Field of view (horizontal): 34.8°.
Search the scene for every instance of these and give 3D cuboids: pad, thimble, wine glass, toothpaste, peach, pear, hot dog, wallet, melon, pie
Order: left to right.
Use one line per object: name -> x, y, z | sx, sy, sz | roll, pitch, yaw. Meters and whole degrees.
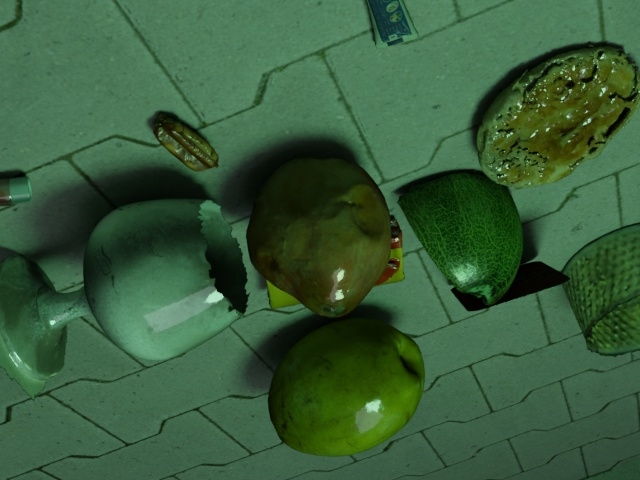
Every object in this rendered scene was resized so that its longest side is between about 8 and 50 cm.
toothpaste -> -0.482, -0.055, 1.330 | 0.205, 0.036, 0.056 | -7, 149, -8
wine glass -> -0.274, 0.070, 1.438 | 0.322, 0.238, 0.238 | -19, 149, 12
hot dog -> -0.178, -0.130, 1.358 | 0.049, 0.037, 0.122 | -17, 145, 22
peach -> 0.000, 0.000, 1.459 | 0.214, 0.236, 0.214 | -7, 139, -6
wallet -> 0.024, 0.043, 1.691 | 0.241, 0.067, 0.141 | -14, 146, -4
pear -> 0.042, 0.273, 1.899 | 0.307, 0.253, 0.253 | -21, 150, 29
toothpaste -> 0.073, -0.293, 1.222 | 0.057, 0.035, 0.197 | -13, 152, 11
melon -> 0.263, -0.002, 1.637 | 0.129, 0.169, 0.265 | -34, 146, 25
pad -> 0.327, 0.077, 1.794 | 0.181, 0.004, 0.267 | -18, -174, 1
pie -> 0.355, -0.178, 1.517 | 0.274, 0.055, 0.274 | -15, 145, -11
thimble -> 0.613, 0.095, 1.973 | 0.270, 0.150, 0.271 | -12, 149, -8
